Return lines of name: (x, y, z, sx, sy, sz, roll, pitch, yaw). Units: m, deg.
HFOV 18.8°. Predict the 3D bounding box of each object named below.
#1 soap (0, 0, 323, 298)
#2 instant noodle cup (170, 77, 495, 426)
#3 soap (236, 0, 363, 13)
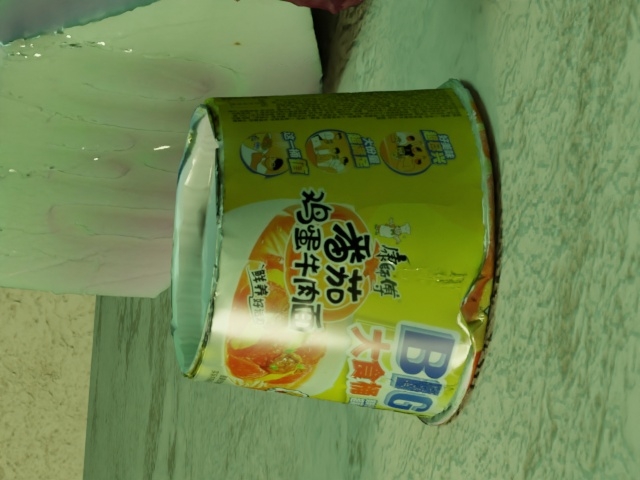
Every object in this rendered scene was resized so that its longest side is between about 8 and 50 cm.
soap: (-0.141, -0.127, 1.492, 0.446, 0.261, 0.156, 115, 155, -55)
instant noodle cup: (0.000, 0.000, 1.091, 0.205, 0.153, 0.205, -175, 90, -76)
soap: (-0.057, -0.242, 1.031, 0.127, 0.325, 0.220, -124, 38, -64)
